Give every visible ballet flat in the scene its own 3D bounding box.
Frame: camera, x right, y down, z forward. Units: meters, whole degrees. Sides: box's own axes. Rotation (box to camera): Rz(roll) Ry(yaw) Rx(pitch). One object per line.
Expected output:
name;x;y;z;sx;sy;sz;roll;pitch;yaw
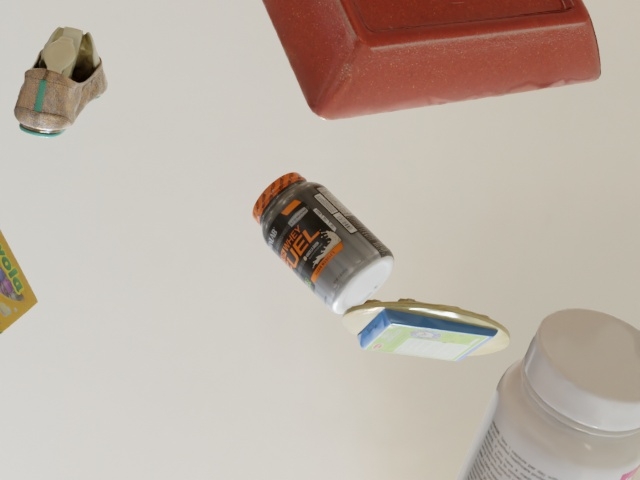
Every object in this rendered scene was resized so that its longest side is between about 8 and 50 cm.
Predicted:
ballet flat;-0.350;-0.235;1.814;0.316;0.108;0.106;-100;-161;-67

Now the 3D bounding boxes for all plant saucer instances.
plant saucer;0.066;-0.221;0.949;0.047;0.259;0.259;-51;-123;53

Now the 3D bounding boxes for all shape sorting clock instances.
shape sorting clock;0.128;0.107;1.602;0.206;0.206;0.040;126;-30;-69

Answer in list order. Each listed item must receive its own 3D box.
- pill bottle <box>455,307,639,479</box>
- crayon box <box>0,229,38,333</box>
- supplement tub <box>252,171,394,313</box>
pill bottle;0.236;0.217;1.331;0.160;0.160;0.283;-89;-167;-54
crayon box;-0.522;0.051;1.872;0.203;0.083;0.323;64;18;-12
supplement tub;0.000;0.000;1.810;0.117;0.190;0.117;-38;157;-19
